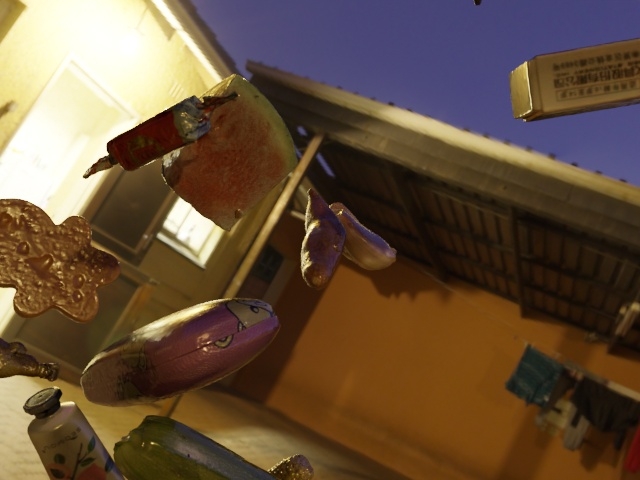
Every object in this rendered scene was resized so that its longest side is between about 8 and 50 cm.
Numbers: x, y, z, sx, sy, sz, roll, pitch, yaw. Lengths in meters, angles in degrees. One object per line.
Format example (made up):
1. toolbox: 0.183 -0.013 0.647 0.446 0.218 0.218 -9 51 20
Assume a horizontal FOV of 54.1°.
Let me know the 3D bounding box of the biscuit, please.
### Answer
1. biscuit: -0.659 0.045 1.475 0.355 0.275 0.052 30 -28 -20

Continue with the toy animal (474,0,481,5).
1. toy animal: 0.365 -0.619 1.304 0.146 0.114 0.245 10 -56 25

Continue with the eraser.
1. eraser: 0.414 -0.227 0.861 0.279 0.081 0.124 -8 5 6

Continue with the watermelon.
1. watermelon: -0.180 -0.156 1.131 0.213 0.201 0.261 44 -38 -16

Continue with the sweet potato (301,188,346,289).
1. sweet potato: 0.009 0.008 1.376 0.106 0.095 0.354 46 22 -26

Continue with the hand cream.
1. hand cream: -0.242 0.258 0.657 0.050 0.080 0.234 19 -47 59

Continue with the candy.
1. candy: -0.238 -0.153 0.918 0.292 0.086 0.059 -18 -71 28

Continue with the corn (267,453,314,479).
1. corn: -0.142 0.567 1.302 0.097 0.320 0.097 44 5 -5

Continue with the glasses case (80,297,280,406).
1. glasses case: -0.153 0.118 0.638 0.316 0.123 0.076 -26 -96 52

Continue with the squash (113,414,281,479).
1. squash: -0.108 0.242 0.627 0.239 0.069 0.069 44 -17 -35

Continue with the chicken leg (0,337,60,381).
1. chicken leg: -0.511 0.186 1.012 0.178 0.093 0.070 19 -43 -14

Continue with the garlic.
1. garlic: 0.106 0.009 1.745 0.228 0.110 0.217 37 9 -13
